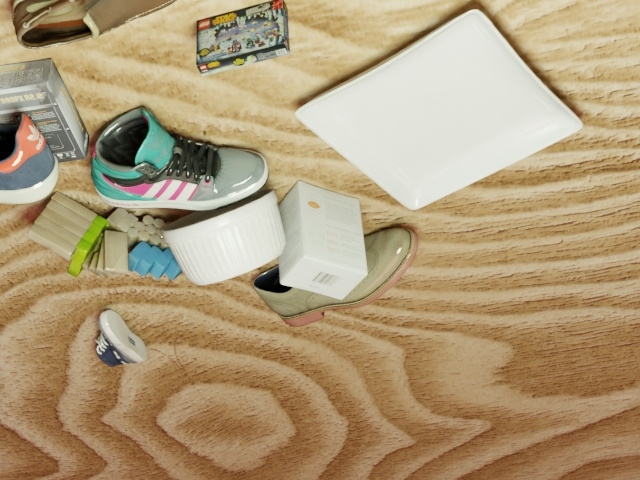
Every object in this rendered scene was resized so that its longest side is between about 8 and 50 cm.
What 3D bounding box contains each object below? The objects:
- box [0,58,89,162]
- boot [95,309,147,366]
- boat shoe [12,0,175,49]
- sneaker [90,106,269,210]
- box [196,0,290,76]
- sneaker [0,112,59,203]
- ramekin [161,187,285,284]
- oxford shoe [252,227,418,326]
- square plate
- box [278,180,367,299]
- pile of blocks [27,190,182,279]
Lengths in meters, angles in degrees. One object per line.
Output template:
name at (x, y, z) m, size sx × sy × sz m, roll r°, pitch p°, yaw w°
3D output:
box at (-0.505, -0.190, 1.814) m, size 0.231 × 0.056 × 0.183 m, roll -8°, pitch 143°, yaw 6°
boot at (-0.432, 0.209, 2.354) m, size 0.086 × 0.069 × 0.190 m, roll -15°, pitch 144°, yaw 10°
boat shoe at (-0.310, -0.322, 1.618) m, size 0.258 × 0.095 × 0.095 m, roll -13°, pitch 143°, yaw 12°
sneaker at (-0.239, -0.139, 1.862) m, size 0.296 × 0.123 × 0.178 m, roll -4°, pitch 153°, yaw 3°
box at (-0.114, -0.296, 1.672) m, size 0.137 × 0.094 × 0.027 m, roll -13°, pitch 143°, yaw 11°
sneaker at (-0.586, -0.128, 1.753) m, size 0.350 × 0.131 × 0.148 m, roll -9°, pitch 137°, yaw 0°
ramekin at (-0.157, -0.004, 1.959) m, size 0.207 × 0.207 × 0.109 m, roll -18°, pitch 100°, yaw 18°
oxford shoe at (0.023, 0.057, 2.149) m, size 0.348 × 0.123 × 0.130 m, roll -30°, pitch 131°, yaw 29°
square plate at (0.193, -0.207, 1.860) m, size 0.347 × 0.049 × 0.344 m, roll -27°, pitch 138°, yaw 28°
box at (0.000, 0.000, 2.022) m, size 0.130 × 0.170 × 0.091 m, roll 16°, pitch 138°, yaw -25°
pile of blocks at (-0.345, 0.027, 2.049) m, size 0.362 × 0.149 × 0.112 m, roll 10°, pitch 142°, yaw -19°
